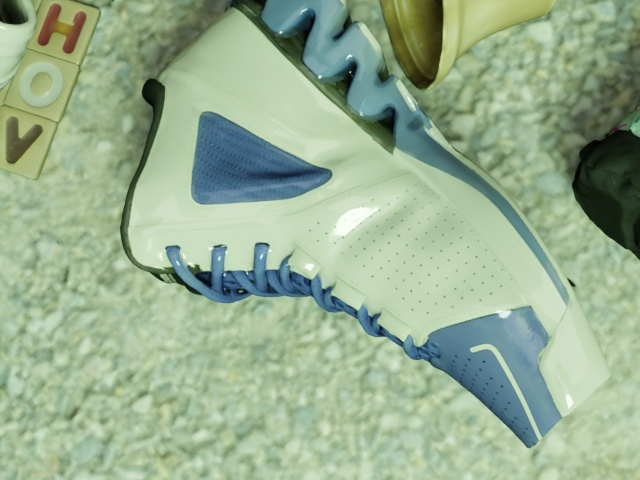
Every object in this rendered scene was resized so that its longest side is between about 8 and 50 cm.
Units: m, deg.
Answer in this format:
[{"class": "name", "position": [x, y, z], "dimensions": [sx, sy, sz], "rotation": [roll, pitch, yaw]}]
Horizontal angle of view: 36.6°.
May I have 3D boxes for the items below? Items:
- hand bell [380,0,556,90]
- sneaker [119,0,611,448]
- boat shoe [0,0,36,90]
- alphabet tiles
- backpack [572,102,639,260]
[{"class": "hand bell", "position": [0.164, -0.170, 0.566], "dimensions": [0.242, 0.126, 0.126], "rotation": [-11, 81, -9]}, {"class": "sneaker", "position": [-0.001, -0.001, 0.542], "dimensions": [0.182, 0.127, 0.315], "rotation": [-37, 74, 3]}, {"class": "boat shoe", "position": [-0.245, -0.212, 0.580], "dimensions": [0.084, 0.095, 0.258], "rotation": [-33, 89, 39]}, {"class": "alphabet tiles", "position": [-0.271, -0.129, 0.632], "dimensions": [0.237, 0.009, 0.198], "rotation": [18, 84, 8]}, {"class": "backpack", "position": [0.248, -0.051, 0.522], "dimensions": [0.182, 0.115, 0.152], "rotation": [-42, 78, -4]}]
